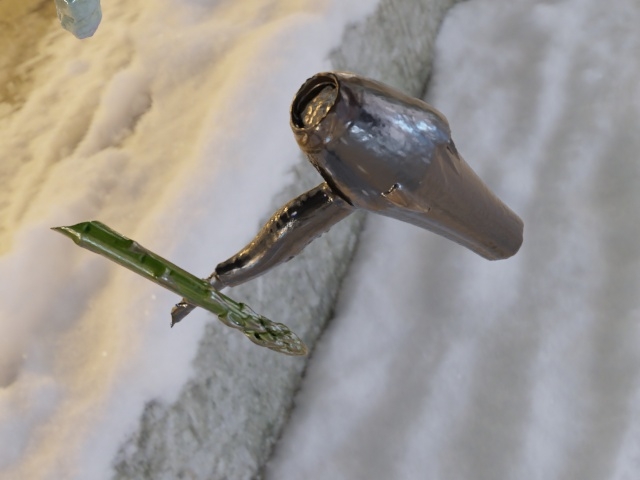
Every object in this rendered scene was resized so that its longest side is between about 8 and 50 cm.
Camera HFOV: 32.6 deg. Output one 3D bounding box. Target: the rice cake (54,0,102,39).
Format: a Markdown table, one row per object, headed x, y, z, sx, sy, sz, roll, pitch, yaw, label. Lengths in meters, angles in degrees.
| x | y | z | sx | sy | sz | roll | pitch | yaw | label |
| --- | --- | --- | --- | --- | --- | --- | --- | --- | --- |
| -0.212 | -0.277 | 0.877 | 0.042 | 0.080 | 0.221 | -14 | 81 | -5 | rice cake |

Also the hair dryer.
| x | y | z | sx | sy | sz | roll | pitch | yaw | label |
| --- | --- | --- | --- | --- | --- | --- | --- | --- | --- |
| 0.000 | 0.000 | 1.081 | 0.359 | 0.304 | 0.120 | -34 | 49 | 23 | hair dryer |

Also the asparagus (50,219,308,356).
| x | y | z | sx | sy | sz | roll | pitch | yaw | label |
| --- | --- | --- | --- | --- | --- | --- | --- | --- | --- |
| -0.110 | 0.038 | 0.895 | 0.027 | 0.236 | 0.034 | -61 | 8 | -7 | asparagus |
